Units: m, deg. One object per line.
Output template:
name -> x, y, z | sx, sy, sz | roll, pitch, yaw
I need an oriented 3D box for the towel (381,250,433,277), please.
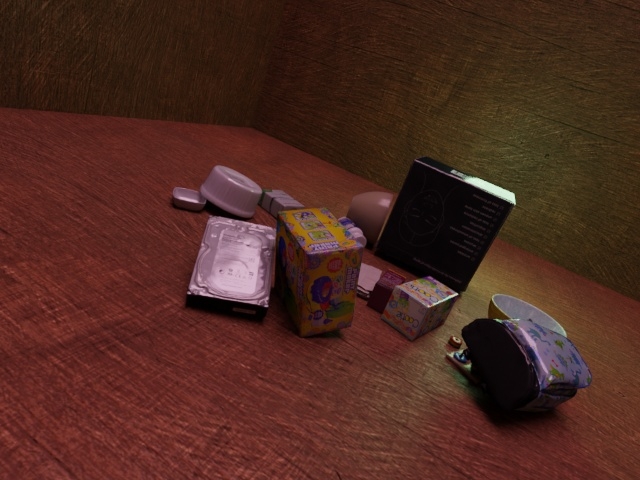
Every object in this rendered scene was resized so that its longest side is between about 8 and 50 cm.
towel -> 0.484, 0.076, 2.199 | 0.323, 0.056, 0.312 | 27, 24, 11

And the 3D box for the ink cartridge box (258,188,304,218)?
ink cartridge box -> -0.206, -0.184, 2.126 | 0.152, 0.087, 0.208 | -1, 29, -46

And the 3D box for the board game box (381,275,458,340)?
board game box -> 0.373, 0.242, 1.526 | 0.144, 0.142, 0.275 | 34, 24, 32

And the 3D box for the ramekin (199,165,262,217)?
ramekin -> -0.407, -0.233, 1.916 | 0.277, 0.135, 0.277 | 30, 13, -7

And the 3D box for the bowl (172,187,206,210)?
bowl -> -0.578, -0.176, 1.805 | 0.141, 0.053, 0.142 | 13, 22, -22

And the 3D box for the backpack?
backpack -> 0.653, 0.390, 1.278 | 0.355, 0.273, 0.290 | 37, 25, -35

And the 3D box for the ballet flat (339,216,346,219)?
ballet flat -> 0.193, -0.100, 2.311 | 0.240, 0.091, 0.077 | 9, -2, -39

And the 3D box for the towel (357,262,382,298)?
towel -> 0.149, 0.142, 1.701 | 0.187, 0.049, 0.282 | 24, 21, 8

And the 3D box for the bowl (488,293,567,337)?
bowl -> 0.772, 0.353, 1.603 | 0.289, 0.156, 0.289 | 18, 20, -7

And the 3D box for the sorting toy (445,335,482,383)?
sorting toy -> 0.521, 0.412, 1.379 | 0.132, 0.047, 0.274 | 2, 28, -39

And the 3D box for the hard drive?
hard drive -> -0.266, 0.070, 1.289 | 0.236, 0.064, 0.339 | 12, 42, -11

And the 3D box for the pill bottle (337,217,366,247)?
pill bottle -> 0.145, -0.027, 2.029 | 0.111, 0.112, 0.187 | 8, 25, -31

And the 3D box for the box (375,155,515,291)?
box -> 0.598, -0.094, 1.998 | 0.479, 0.473, 0.297 | 28, 23, 16

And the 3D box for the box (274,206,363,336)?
box -> -0.019, 0.088, 1.285 | 0.176, 0.290, 0.279 | -7, 30, -22

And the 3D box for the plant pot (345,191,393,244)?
plant pot -> 0.242, -0.141, 2.161 | 0.190, 0.285, 0.284 | 20, 20, 3

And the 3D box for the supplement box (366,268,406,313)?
supplement box -> 0.257, 0.194, 1.590 | 0.080, 0.104, 0.188 | 26, 21, 17
